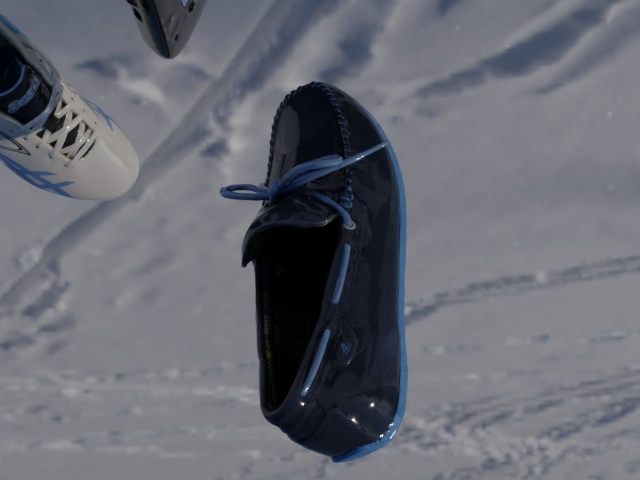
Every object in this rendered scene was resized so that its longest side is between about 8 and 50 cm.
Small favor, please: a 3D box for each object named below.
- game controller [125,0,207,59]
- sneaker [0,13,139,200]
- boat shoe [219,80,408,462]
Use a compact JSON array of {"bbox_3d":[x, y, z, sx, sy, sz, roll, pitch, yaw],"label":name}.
[{"bbox_3d":[-0.094,-0.240,0.832,0.067,0.166,0.319,13,169,2],"label":"game controller"},{"bbox_3d":[-0.215,-0.095,0.891,0.086,0.085,0.237,31,172,46],"label":"sneaker"},{"bbox_3d":[0.000,0.000,0.735,0.089,0.258,0.109,23,132,-38],"label":"boat shoe"}]
